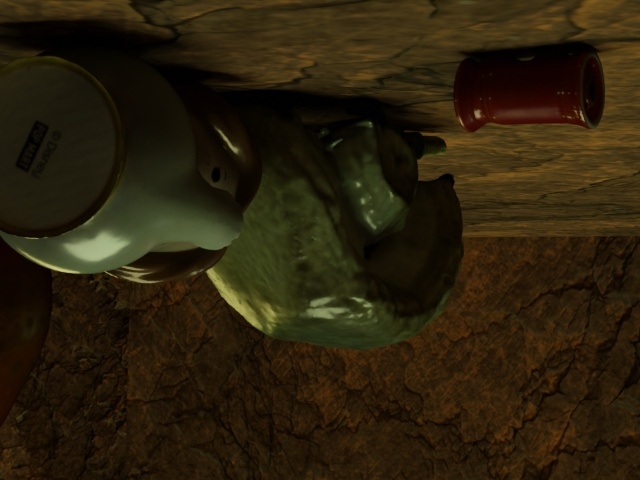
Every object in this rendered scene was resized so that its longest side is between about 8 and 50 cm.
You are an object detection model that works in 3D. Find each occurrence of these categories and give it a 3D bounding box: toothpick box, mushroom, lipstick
[{"bbox_3d":[0.121,-0.088,0.764,0.083,0.047,0.047,1,178,30],"label":"toothpick box"},{"bbox_3d":[-0.008,0.000,1.030,0.189,0.164,0.267,-7,161,25],"label":"mushroom"},{"bbox_3d":[0.055,-0.082,1.126,0.116,0.037,0.037,-3,180,-25],"label":"lipstick"}]

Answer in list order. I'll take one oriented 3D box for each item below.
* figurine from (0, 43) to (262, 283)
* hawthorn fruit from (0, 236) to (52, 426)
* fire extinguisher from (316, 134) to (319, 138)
[{"bbox_3d":[-0.128,-0.048,0.827,0.189,0.142,0.263,33,-175,10],"label":"figurine"},{"bbox_3d":[-0.458,0.099,1.275,0.402,0.403,0.403,1,178,0],"label":"hawthorn fruit"},{"bbox_3d":[-0.060,-0.076,1.168,0.177,0.050,0.062,3,-144,-3],"label":"fire extinguisher"}]
